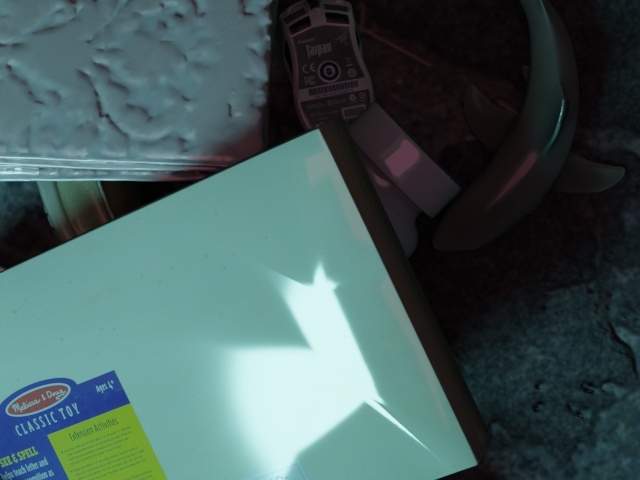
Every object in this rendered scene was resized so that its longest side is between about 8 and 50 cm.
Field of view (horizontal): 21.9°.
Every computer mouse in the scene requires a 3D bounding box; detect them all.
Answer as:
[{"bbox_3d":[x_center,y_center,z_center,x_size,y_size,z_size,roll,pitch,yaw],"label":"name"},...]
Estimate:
[{"bbox_3d":[-0.003,-0.167,1.393,0.106,0.042,0.193,-10,81,-5],"label":"computer mouse"}]

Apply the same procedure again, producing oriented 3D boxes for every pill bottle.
[{"bbox_3d":[0.000,0.000,1.329,0.221,0.121,0.121,-45,88,6],"label":"pill bottle"}]

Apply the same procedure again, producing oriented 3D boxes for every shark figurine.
[{"bbox_3d":[0.175,-0.131,1.354,0.166,0.116,0.278,0,89,-1],"label":"shark figurine"}]

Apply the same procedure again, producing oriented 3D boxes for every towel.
[{"bbox_3d":[-0.190,-0.197,1.336,0.316,0.053,0.332,3,65,3],"label":"towel"}]

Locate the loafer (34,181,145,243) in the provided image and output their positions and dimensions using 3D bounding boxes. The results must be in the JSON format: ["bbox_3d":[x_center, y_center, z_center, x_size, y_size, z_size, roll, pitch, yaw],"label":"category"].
[{"bbox_3d":[-0.184,-0.055,1.357,0.092,0.102,0.268,-31,87,5],"label":"loafer"}]

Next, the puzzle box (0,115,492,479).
[{"bbox_3d":[-0.106,0.105,1.271,0.409,0.052,0.272,-22,97,24],"label":"puzzle box"}]

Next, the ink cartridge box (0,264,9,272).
[{"bbox_3d":[-0.286,0.039,1.389,0.083,0.028,0.048,21,88,1],"label":"ink cartridge box"}]
